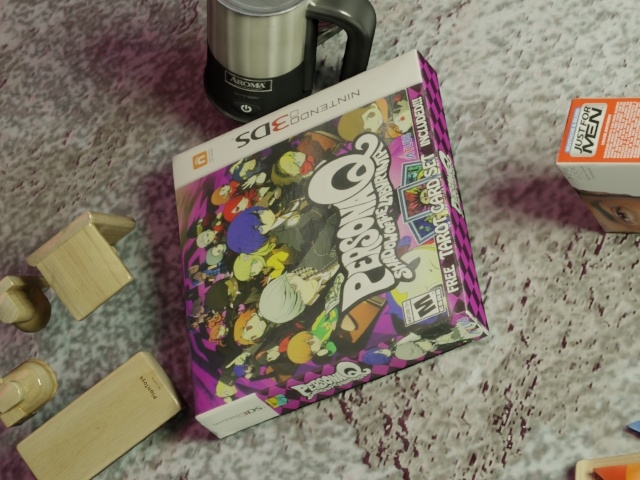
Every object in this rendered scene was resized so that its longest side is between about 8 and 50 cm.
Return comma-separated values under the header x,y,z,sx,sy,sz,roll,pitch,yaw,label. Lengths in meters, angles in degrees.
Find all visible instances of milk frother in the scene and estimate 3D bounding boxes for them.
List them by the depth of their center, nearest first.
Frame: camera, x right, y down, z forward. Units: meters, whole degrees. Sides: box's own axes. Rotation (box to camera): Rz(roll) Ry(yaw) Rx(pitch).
x,y,z,sx,sy,sz,roll,pitch,yaw,label
-0.024,-0.180,1.406,0.129,0.134,0.143,-2,59,-5,milk frother

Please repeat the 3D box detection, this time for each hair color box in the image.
x,y,z,sx,sy,sz,roll,pitch,yaw,label
0.242,-0.045,1.185,0.167,0.093,0.053,3,63,34,hair color box

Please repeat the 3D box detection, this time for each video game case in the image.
x,y,z,sx,sy,sz,roll,pitch,yaw,label
0.000,0.000,1.340,0.210,0.042,0.232,-22,52,20,video game case

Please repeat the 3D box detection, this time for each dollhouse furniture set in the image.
x,y,z,sx,sy,sz,roll,pitch,yaw,label
-0.166,0.083,1.400,0.144,0.123,0.151,-37,84,7,dollhouse furniture set

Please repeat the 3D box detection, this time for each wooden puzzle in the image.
x,y,z,sx,sy,sz,roll,pitch,yaw,label
0.186,0.159,1.145,0.079,0.014,0.116,-16,54,23,wooden puzzle
